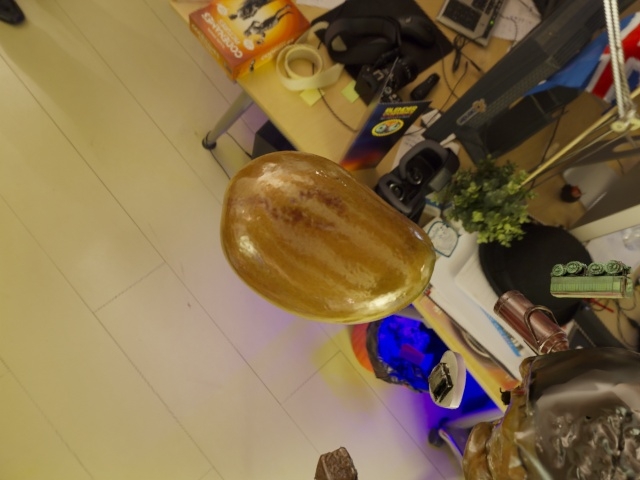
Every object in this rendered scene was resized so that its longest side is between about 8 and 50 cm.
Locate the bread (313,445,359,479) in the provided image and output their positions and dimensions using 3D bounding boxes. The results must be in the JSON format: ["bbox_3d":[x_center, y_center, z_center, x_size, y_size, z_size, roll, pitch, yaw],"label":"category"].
[{"bbox_3d":[0.111,0.769,1.119,0.113,0.165,0.416,-9,34,-23],"label":"bread"}]

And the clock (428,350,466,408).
[{"bbox_3d":[0.407,0.468,1.418,0.064,0.197,0.172,13,37,-8],"label":"clock"}]

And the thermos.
[{"bbox_3d":[0.585,0.245,1.169,0.099,0.124,0.232,-11,38,-20],"label":"thermos"}]

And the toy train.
[{"bbox_3d":[0.514,0.075,0.827,0.038,0.148,0.070,10,80,-30],"label":"toy train"}]

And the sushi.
[{"bbox_3d":[0.241,0.216,0.413,0.200,0.204,0.213,36,52,-49],"label":"sushi"}]

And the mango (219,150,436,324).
[{"bbox_3d":[0.000,0.000,0.724,0.378,0.221,0.263,24,77,17],"label":"mango"}]
